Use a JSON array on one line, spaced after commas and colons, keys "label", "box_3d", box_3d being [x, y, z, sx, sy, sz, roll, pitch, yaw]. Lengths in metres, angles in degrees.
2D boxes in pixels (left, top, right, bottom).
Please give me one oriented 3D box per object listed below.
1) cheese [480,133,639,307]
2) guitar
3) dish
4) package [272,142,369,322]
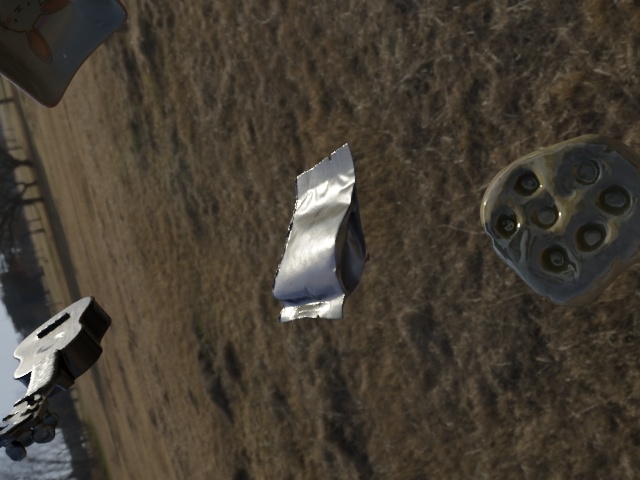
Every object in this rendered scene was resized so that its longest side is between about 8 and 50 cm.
[{"label": "cheese", "box_3d": [0.326, -0.023, 0.809, 0.235, 0.117, 0.218, 10, 86, 43]}, {"label": "guitar", "box_3d": [-0.200, 0.100, 0.468, 0.038, 0.083, 0.271, 54, 170, -16]}, {"label": "dish", "box_3d": [-0.308, -0.250, 0.640, 0.077, 0.151, 0.212, 35, 174, 13]}, {"label": "package", "box_3d": [0.000, 0.000, 0.956, 0.203, 0.062, 0.251, -18, 64, 60]}]
